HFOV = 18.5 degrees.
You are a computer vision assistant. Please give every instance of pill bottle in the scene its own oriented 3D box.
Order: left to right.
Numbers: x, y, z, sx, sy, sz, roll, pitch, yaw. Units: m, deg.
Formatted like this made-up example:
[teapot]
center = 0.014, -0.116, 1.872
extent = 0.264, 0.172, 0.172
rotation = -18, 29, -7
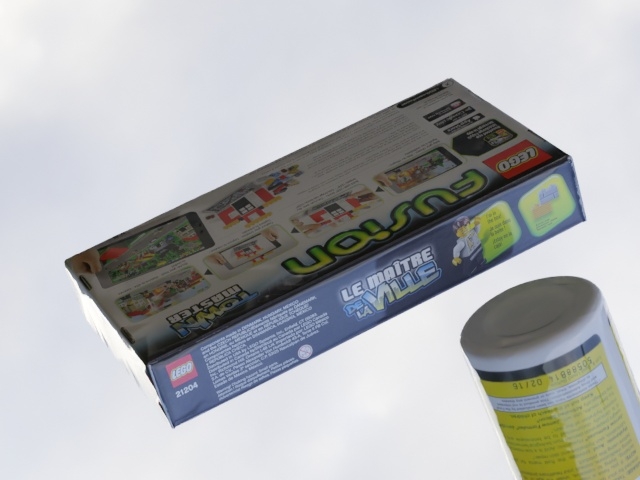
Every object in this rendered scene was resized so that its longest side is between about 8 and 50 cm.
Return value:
[pill bottle]
center = 0.107, 0.079, 0.835
extent = 0.065, 0.116, 0.065
rotation = -20, -159, 8

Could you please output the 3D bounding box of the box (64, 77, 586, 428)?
[box]
center = 0.000, 0.000, 0.871
extent = 0.207, 0.036, 0.114
rotation = -26, -149, -14
